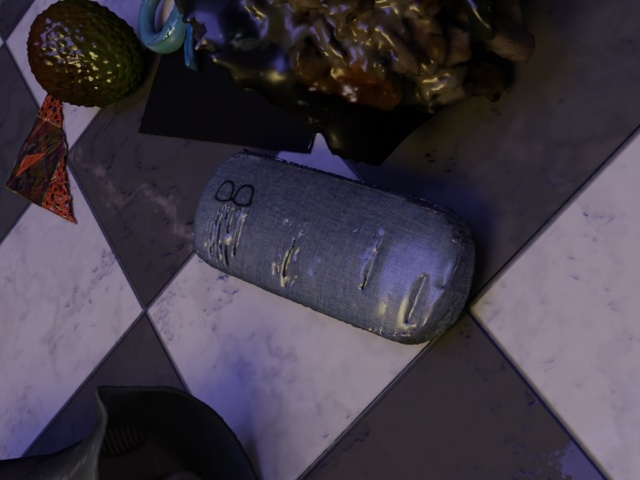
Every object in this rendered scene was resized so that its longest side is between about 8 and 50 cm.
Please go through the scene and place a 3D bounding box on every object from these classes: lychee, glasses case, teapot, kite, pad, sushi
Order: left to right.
[{"bbox_3d":[-0.330,-0.088,1.093,0.125,0.008,0.222,-30,58,31],"label":"kite"},{"bbox_3d":[-0.218,0.288,0.741,0.344,0.253,0.300,-27,93,24],"label":"teapot"},{"bbox_3d":[-0.252,-0.197,0.998,0.146,0.114,0.114,24,91,22],"label":"lychee"},{"bbox_3d":[-0.049,-0.268,0.926,0.247,0.007,0.367,11,83,40],"label":"pad"},{"bbox_3d":[0.000,0.000,0.755,0.282,0.067,0.109,19,90,43],"label":"glasses case"},{"bbox_3d":[0.031,-0.198,0.688,0.219,0.238,0.225,-54,41,36],"label":"sushi"}]

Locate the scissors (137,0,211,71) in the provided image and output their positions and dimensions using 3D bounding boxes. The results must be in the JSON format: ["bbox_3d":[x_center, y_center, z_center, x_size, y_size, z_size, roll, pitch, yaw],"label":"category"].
[{"bbox_3d":[-0.108,-0.360,0.978,0.180,0.032,0.393,-5,72,37],"label":"scissors"}]
